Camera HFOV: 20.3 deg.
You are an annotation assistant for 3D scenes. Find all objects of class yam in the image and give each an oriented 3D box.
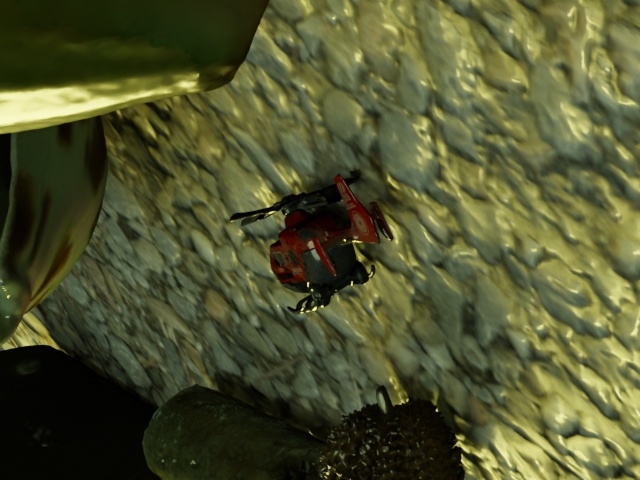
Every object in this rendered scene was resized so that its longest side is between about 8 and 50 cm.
[{"bbox_3d":[-0.043,0.143,1.118,0.179,0.078,0.078,22,145,51],"label":"yam"}]

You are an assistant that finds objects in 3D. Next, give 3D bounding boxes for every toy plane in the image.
[{"bbox_3d":[0.000,0.000,0.871,0.060,0.037,0.145,61,160,-4],"label":"toy plane"}]

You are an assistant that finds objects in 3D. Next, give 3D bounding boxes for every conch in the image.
[{"bbox_3d":[-0.240,-0.076,0.987,0.368,0.197,0.249,48,122,19],"label":"conch"}]

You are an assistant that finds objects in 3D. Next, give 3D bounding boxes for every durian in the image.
[{"bbox_3d":[0.037,0.116,0.947,0.080,0.080,0.091,16,124,52],"label":"durian"}]

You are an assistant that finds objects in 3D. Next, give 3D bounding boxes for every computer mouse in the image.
[{"bbox_3d":[-0.196,0.180,1.318,0.269,0.170,0.100,26,139,41],"label":"computer mouse"}]

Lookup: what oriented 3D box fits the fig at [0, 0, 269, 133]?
[{"bbox_3d":[-0.136,-0.138,0.645,0.271,0.239,0.239,36,155,7],"label":"fig"}]
